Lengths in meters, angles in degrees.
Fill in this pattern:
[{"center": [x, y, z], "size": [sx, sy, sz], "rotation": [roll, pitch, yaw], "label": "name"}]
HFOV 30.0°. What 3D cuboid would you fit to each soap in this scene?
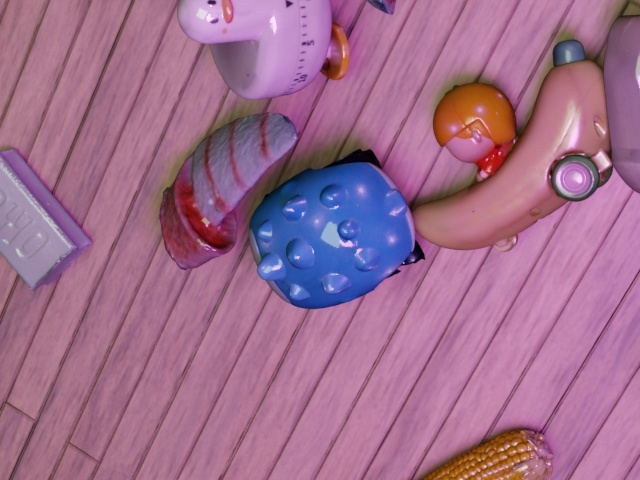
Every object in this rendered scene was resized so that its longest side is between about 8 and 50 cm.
[{"center": [-0.457, -0.034, 1.827], "size": [0.114, 0.063, 0.198], "rotation": [-43, 85, 22], "label": "soap"}]

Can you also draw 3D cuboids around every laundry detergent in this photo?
[{"center": [0.427, -0.150, 1.462], "size": [0.091, 0.181, 0.253], "rotation": [10, 107, 54], "label": "laundry detergent"}]

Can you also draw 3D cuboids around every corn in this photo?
[{"center": [0.205, 0.345, 1.667], "size": [0.260, 0.091, 0.091], "rotation": [-30, 131, 21], "label": "corn"}]

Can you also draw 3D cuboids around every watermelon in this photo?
[{"center": [0.084, -0.346, 1.591], "size": [0.061, 0.085, 0.085], "rotation": [-37, 87, -13], "label": "watermelon"}]

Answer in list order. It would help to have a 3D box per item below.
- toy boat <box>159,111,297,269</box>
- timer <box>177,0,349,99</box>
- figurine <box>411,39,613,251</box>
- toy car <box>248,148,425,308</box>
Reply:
[{"center": [-0.118, -0.099, 1.634], "size": [0.096, 0.206, 0.282], "rotation": [18, 139, -28], "label": "toy boat"}, {"center": [-0.094, -0.297, 1.555], "size": [0.240, 0.233, 0.233], "rotation": [-11, 100, -24], "label": "timer"}, {"center": [0.239, -0.115, 1.549], "size": [0.324, 0.124, 0.222], "rotation": [-37, 88, 25], "label": "figurine"}, {"center": [0.000, 0.000, 1.597], "size": [0.255, 0.190, 0.188], "rotation": [-22, 95, 44], "label": "toy car"}]
